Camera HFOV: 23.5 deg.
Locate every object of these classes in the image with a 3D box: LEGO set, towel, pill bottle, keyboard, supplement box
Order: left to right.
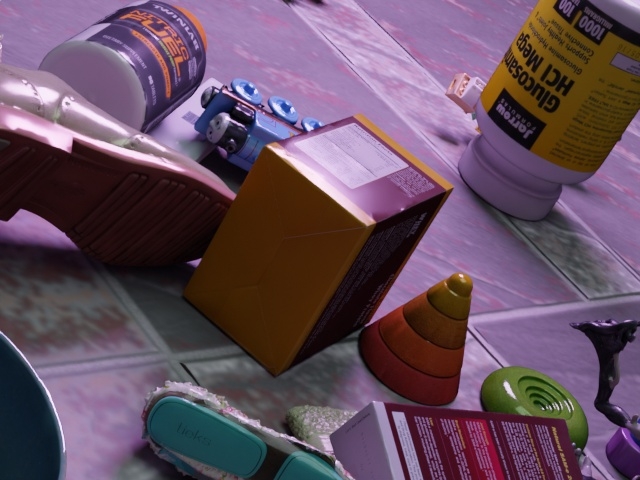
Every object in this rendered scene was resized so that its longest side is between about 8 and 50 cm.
[{"bbox_3d":[-0.207,-0.190,1.701,0.130,0.130,0.246,32,28,2],"label":"pill bottle"},{"bbox_3d":[-0.144,-0.137,1.807,0.072,0.014,0.256,28,27,5],"label":"keyboard"},{"bbox_3d":[0.000,0.000,1.523,0.129,0.191,0.194,39,29,16],"label":"supplement box"},{"bbox_3d":[0.044,0.196,1.421,0.148,0.027,0.110,11,33,-33],"label":"towel"},{"bbox_3d":[0.134,0.223,1.380,0.239,0.073,0.130,10,52,-35],"label":"supplement box"},{"bbox_3d":[0.294,-0.176,2.195,0.287,0.132,0.107,3,22,-17],"label":"LEGO set"},{"bbox_3d":[0.322,-0.197,2.011,0.188,0.334,0.188,23,28,-13],"label":"pill bottle"}]

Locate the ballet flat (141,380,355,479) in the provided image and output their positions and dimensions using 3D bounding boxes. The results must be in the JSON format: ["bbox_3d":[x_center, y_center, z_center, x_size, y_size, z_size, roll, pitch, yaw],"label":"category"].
[{"bbox_3d":[-0.042,0.192,1.292,0.241,0.091,0.077,36,6,3],"label":"ballet flat"}]

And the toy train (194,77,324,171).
[{"bbox_3d":[-0.057,-0.113,1.763,0.184,0.080,0.105,28,31,-23],"label":"toy train"}]

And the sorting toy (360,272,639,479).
[{"bbox_3d":[0.229,0.133,1.602,0.365,0.126,0.127,24,28,-11],"label":"sorting toy"}]

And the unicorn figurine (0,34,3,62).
[{"bbox_3d":[-0.354,-0.170,1.615,0.111,0.060,0.162,-15,68,-54],"label":"unicorn figurine"}]

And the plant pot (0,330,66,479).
[{"bbox_3d":[-0.326,0.163,0.930,0.290,0.195,0.290,24,28,-13],"label":"plant pot"}]

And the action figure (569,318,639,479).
[{"bbox_3d":[0.324,0.212,1.525,0.164,0.276,0.141,-5,-1,-13],"label":"action figure"}]

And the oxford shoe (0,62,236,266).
[{"bbox_3d":[-0.215,-0.084,1.432,0.397,0.140,0.146,25,35,-50],"label":"oxford shoe"}]
